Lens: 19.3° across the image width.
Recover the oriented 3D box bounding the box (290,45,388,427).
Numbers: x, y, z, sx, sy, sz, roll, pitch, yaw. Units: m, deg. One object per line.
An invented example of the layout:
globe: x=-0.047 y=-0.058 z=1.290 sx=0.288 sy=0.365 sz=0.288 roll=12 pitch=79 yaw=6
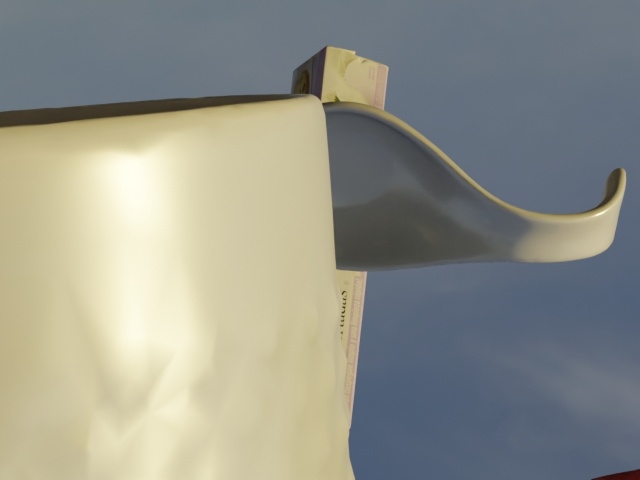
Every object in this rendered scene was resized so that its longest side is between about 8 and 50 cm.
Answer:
box: x=0.000 y=0.000 z=1.526 sx=0.063 sy=0.324 sz=0.067 roll=16 pitch=157 yaw=-23

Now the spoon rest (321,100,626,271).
spoon rest: x=0.086 y=-0.031 z=1.374 sx=0.276 sy=0.137 sz=0.084 roll=6 pitch=-150 yaw=-1

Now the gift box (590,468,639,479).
gift box: x=0.294 y=0.151 z=0.828 sx=0.255 sy=0.258 sz=0.276 roll=-30 pitch=-158 yaw=-8

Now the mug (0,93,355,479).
mug: x=-0.144 y=0.129 z=0.588 sx=0.276 sy=0.328 sz=0.374 roll=-7 pitch=-174 yaw=-25
